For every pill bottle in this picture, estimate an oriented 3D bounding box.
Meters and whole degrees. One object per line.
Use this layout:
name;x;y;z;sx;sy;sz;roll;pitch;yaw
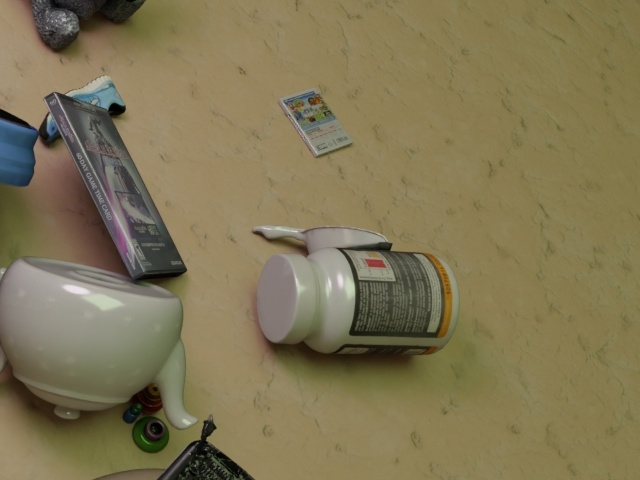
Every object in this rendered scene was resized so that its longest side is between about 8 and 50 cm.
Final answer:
pill bottle;0.056;0.091;1.715;0.278;0.162;0.162;5;58;-29

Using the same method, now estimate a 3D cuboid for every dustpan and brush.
dustpan and brush;0.000;0.000;1.790;0.211;0.147;0.060;-4;76;-3

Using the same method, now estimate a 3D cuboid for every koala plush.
koala plush;-0.336;-0.429;1.746;0.196;0.221;0.203;-37;111;-40

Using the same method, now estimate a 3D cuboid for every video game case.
video game case;-0.282;-0.072;1.601;0.274;0.026;0.196;64;9;5
video game case;-0.008;-0.205;1.973;0.087;0.011;0.122;-23;74;-39

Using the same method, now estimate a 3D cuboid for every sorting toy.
sorting toy;-0.229;0.230;1.532;0.061;0.042;0.102;3;59;-29

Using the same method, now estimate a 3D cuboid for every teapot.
teapot;-0.309;0.133;1.455;0.252;0.256;0.187;13;93;-50

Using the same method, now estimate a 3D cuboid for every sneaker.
sneaker;-0.353;-0.190;1.723;0.073;0.063;0.162;48;49;1

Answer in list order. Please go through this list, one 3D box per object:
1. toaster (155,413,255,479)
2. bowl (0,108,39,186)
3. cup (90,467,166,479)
toaster;-0.123;0.313;1.178;0.168;0.110;0.185;43;49;0
bowl;-0.534;-0.175;1.416;0.391;0.391;0.077;22;92;-17
cup;-0.182;0.399;1.319;0.331;0.237;0.331;16;54;-22
